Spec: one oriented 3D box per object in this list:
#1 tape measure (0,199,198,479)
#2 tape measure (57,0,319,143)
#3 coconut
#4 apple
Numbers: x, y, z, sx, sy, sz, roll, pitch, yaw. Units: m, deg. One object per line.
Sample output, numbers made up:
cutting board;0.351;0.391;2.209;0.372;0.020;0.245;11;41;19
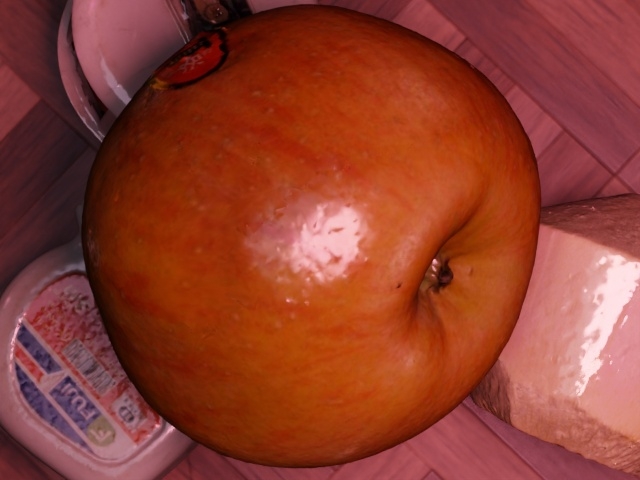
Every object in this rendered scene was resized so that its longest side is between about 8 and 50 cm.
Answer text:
tape measure;-0.198;0.108;1.750;0.246;0.125;0.243;-42;81;-3
tape measure;-0.119;-0.179;1.717;0.258;0.130;0.265;-23;85;-21
coconut;0.260;0.074;1.692;0.239;0.239;0.244;23;91;2
apple;0.000;0.000;1.537;0.400;0.333;0.400;-11;112;-28
